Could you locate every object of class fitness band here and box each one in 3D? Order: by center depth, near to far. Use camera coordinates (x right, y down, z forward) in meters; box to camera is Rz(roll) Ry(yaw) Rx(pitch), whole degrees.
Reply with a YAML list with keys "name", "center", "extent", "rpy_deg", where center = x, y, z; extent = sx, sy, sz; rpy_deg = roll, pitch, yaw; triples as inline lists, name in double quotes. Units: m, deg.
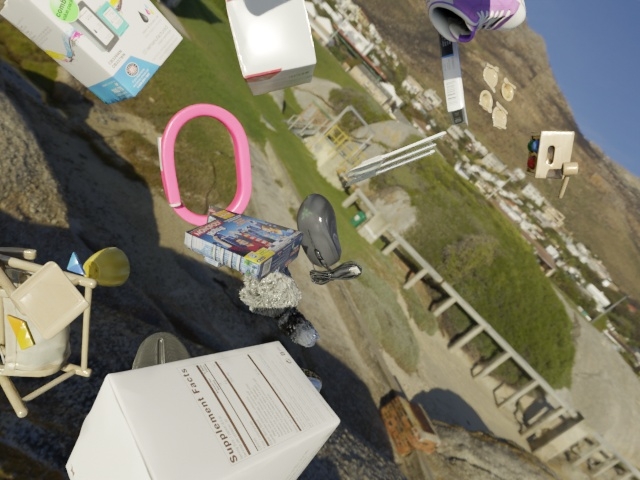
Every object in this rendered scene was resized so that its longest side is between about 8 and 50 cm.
- name: "fitness band"
  center: [-0.269, -0.173, 0.996]
  extent: [0.208, 0.291, 0.054]
  rpy_deg: [-11, 21, -26]

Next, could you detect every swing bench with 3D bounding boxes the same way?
- name: "swing bench"
  center: [-0.628, 0.170, 0.868]
  extent: [0.254, 0.254, 0.165]
  rpy_deg: [22, 21, 16]

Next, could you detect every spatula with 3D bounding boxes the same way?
- name: "spatula"
  center: [0.174, -0.187, 0.988]
  extent: [0.168, 0.241, 0.019]
  rpy_deg: [74, -4, -81]

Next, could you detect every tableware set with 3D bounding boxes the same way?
- name: "tableware set"
  center: [0.496, -0.406, 1.176]
  extent: [0.141, 0.169, 0.020]
  rpy_deg: [23, -12, -31]

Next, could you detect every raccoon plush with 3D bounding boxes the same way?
- name: "raccoon plush"
  center: [-0.135, 0.143, 1.558]
  extent: [0.446, 0.299, 0.216]
  rpy_deg: [29, 43, 27]

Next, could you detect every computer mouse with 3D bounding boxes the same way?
- name: "computer mouse"
  center: [0.000, 0.000, 1.207]
  extent: [0.072, 0.188, 0.273]
  rpy_deg: [-22, 97, -52]

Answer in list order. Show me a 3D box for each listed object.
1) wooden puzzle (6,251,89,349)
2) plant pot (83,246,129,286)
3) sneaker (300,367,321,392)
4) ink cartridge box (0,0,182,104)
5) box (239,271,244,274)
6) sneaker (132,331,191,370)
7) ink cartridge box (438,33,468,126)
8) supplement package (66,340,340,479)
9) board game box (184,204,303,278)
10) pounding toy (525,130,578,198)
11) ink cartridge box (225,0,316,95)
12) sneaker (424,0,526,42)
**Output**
- name: "wooden puzzle"
  center: [-0.330, 0.073, 0.510]
  extent: [0.079, 0.116, 0.014]
  rpy_deg: [56, -1, 1]
- name: "plant pot"
  center: [-0.712, 0.093, 1.365]
  extent: [0.134, 0.134, 0.095]
  rpy_deg: [48, 15, 7]
- name: "sneaker"
  center: [-0.138, 0.319, 0.822]
  extent: [0.110, 0.291, 0.119]
  rpy_deg: [58, 23, -83]
- name: "ink cartridge box"
  center: [-0.506, -0.483, 0.938]
  extent: [0.197, 0.198, 0.270]
  rpy_deg: [11, -24, 45]
- name: "box"
  center: [-0.267, 0.038, 1.390]
  extent: [0.114, 0.036, 0.207]
  rpy_deg: [-2, 34, -49]
- name: "sneaker"
  center: [-0.448, 0.471, 1.145]
  extent: [0.169, 0.257, 0.448]
  rpy_deg: [-6, 88, -34]
- name: "ink cartridge box"
  center: [0.342, -0.409, 1.071]
  extent: [0.208, 0.045, 0.207]
  rpy_deg: [-4, 87, -68]
- name: "supplement package"
  center: [-0.151, 0.281, 0.582]
  extent: [0.292, 0.178, 0.175]
  rpy_deg: [4, 34, -51]
- name: "board game box"
  center: [-0.158, 0.001, 0.780]
  extent: [0.194, 0.060, 0.194]
  rpy_deg: [21, 22, 14]
- name: "pounding toy"
  center: [0.632, -0.210, 1.157]
  extent: [0.094, 0.181, 0.206]
  rpy_deg: [5, 14, 14]
- name: "ink cartridge box"
  center: [-0.086, -0.354, 0.761]
  extent: [0.176, 0.128, 0.128]
  rpy_deg: [-117, -166, -80]
- name: "sneaker"
  center: [0.331, -0.473, 0.891]
  extent: [0.281, 0.102, 0.161]
  rpy_deg: [7, 71, -24]
